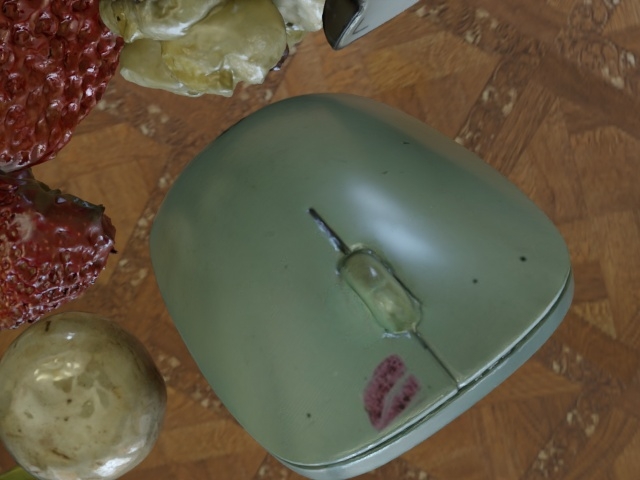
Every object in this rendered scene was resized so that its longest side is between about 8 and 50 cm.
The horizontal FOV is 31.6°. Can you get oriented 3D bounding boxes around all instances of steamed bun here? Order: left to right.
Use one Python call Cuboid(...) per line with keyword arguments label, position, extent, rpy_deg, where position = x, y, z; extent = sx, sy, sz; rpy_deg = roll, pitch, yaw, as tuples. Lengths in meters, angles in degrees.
Cuboid(label="steamed bun", position=(-0.056, -0.166, 0.813), extent=(0.192, 0.177, 0.106), rpy_deg=(-36, 111, -18))

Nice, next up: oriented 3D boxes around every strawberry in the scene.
Cuboid(label="strawberry", position=(-0.337, -0.234, 1.134), extent=(0.292, 0.292, 0.309), rpy_deg=(24, 77, 6))
Cuboid(label="strawberry", position=(-0.353, 0.017, 1.346), extent=(0.187, 0.184, 0.201), rpy_deg=(32, 79, -27))

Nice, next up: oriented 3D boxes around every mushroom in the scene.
Cuboid(label="mushroom", position=(-0.228, 0.149, 1.065), extent=(0.166, 0.127, 0.166), rpy_deg=(0, 92, 0))

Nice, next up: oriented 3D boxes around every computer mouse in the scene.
Cuboid(label="computer mouse", position=(-0.003, -0.005, 0.536), extent=(0.159, 0.288, 0.097), rpy_deg=(-35, 113, -5))

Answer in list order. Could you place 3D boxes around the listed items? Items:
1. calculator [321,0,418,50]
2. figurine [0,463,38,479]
Cuboid(label="calculator", position=(0.106, -0.211, 0.598), extent=(0.268, 0.177, 0.040), rpy_deg=(-34, 77, -12))
Cuboid(label="figurine", position=(-0.380, 0.451, 1.285), extent=(0.361, 0.377, 0.266), rpy_deg=(20, 127, -39))
